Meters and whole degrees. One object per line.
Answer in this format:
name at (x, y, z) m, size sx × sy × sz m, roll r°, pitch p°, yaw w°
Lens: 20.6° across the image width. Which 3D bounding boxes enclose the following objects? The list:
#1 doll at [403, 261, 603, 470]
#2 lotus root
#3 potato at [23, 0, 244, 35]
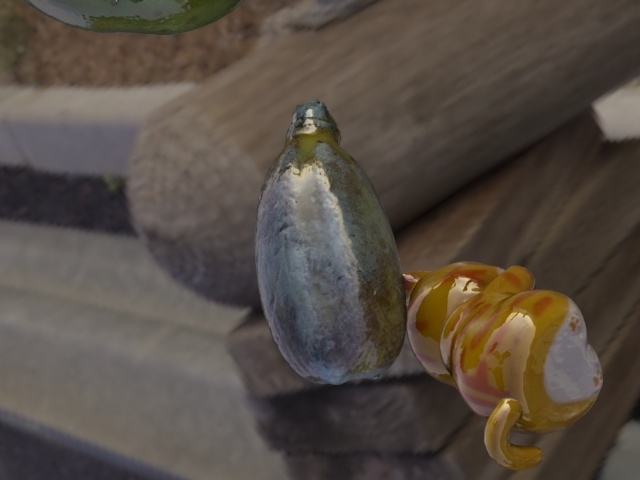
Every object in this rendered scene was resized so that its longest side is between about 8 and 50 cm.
doll at (0.198, 0.115, 1.948) m, size 0.269 × 0.162 × 0.166 m, roll -133°, pitch 21°, yaw -64°
lotus root at (0.000, 0.000, 1.934) m, size 0.158 × 0.140 × 0.322 m, roll -16°, pitch 82°, yaw 35°
potato at (-0.216, -0.332, 1.970) m, size 0.304 × 0.216 × 0.215 m, roll 6°, pitch 131°, yaw 14°
